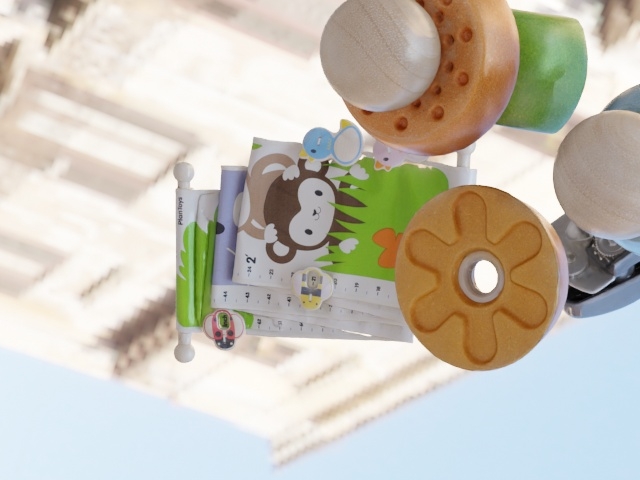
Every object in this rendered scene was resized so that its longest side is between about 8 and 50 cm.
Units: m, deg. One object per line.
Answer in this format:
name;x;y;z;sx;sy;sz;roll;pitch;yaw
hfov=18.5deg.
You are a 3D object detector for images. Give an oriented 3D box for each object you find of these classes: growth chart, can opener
growth chart;0.000;0.000;1.402;0.021;0.237;0.172;-29;115;-72
can opener;0.298;-0.042;1.574;0.283;0.095;0.076;-34;-126;-10

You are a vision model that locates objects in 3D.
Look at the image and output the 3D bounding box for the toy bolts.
toy bolts;0.102;-0.025;0.980;0.228;0.158;0.218;13;-80;32
